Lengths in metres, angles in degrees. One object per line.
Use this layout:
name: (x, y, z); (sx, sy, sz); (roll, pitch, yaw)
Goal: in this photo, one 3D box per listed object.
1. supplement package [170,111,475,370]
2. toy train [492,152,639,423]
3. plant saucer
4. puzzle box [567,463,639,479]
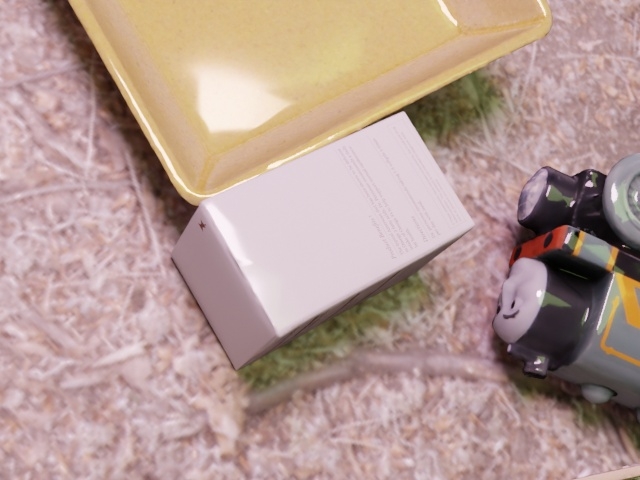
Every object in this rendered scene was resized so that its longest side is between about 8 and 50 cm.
supplement package: (0.000, 0.000, 0.728); (0.179, 0.105, 0.105); (-26, 81, -27)
toy train: (0.297, 0.066, 0.801); (0.334, 0.142, 0.190); (24, 73, -10)
plant saucer: (-0.039, -0.224, 0.794); (0.332, 0.081, 0.333); (-28, 81, -16)
puzzle box: (0.091, 0.318, 0.668); (0.409, 0.052, 0.272); (-7, 72, -22)
